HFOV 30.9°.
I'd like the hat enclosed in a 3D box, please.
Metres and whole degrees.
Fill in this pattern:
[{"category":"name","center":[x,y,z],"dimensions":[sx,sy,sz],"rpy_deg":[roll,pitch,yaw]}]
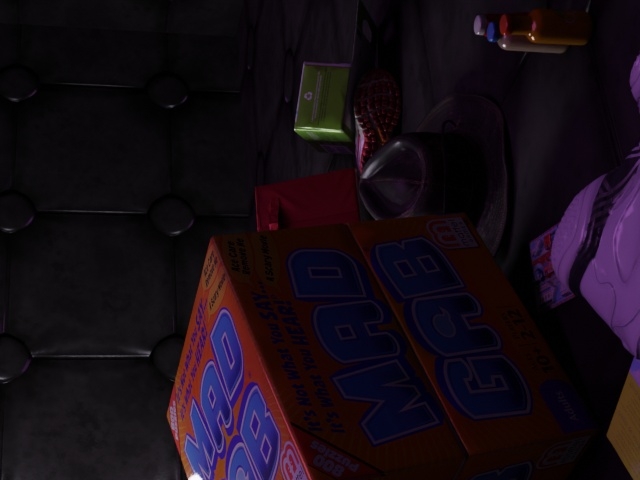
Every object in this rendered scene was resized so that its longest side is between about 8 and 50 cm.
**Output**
[{"category":"hat","center":[0.138,-0.074,1.676],"dimensions":[0.331,0.134,0.331],"rpy_deg":[-175,90,-67]}]

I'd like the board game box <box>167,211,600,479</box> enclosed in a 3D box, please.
[{"category":"board game box","center":[0.050,0.225,1.434],"dimensions":[0.356,0.356,0.356],"rpy_deg":[108,146,-42]}]

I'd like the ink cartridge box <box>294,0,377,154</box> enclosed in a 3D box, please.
[{"category":"ink cartridge box","center":[0.035,-0.304,2.156],"dimensions":[0.189,0.097,0.255],"rpy_deg":[32,-117,-73]}]

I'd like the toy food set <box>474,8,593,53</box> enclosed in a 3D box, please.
[{"category":"toy food set","center":[0.241,-0.302,1.406],"dimensions":[0.111,0.104,0.232],"rpy_deg":[107,160,-50]}]

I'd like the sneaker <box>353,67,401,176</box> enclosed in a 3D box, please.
[{"category":"sneaker","center":[0.094,-0.201,2.104],"dimensions":[0.093,0.088,0.225],"rpy_deg":[-167,79,-80]}]

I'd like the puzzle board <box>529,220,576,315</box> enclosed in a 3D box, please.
[{"category":"puzzle board","center":[0.283,0.032,1.406],"dimensions":[0.128,0.011,0.096],"rpy_deg":[128,142,-70]}]

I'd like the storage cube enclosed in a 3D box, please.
[{"category":"storage cube","center":[0.000,0.000,2.141],"dimensions":[0.215,0.193,0.183],"rpy_deg":[59,-157,-60]}]

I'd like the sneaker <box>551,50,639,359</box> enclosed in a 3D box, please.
[{"category":"sneaker","center":[0.331,-0.036,0.941],"dimensions":[0.210,0.137,0.366],"rpy_deg":[-115,35,-42]}]

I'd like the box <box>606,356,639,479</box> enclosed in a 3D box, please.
[{"category":"box","center":[0.332,0.152,1.100],"dimensions":[0.109,0.042,0.178],"rpy_deg":[-110,26,-57]}]
